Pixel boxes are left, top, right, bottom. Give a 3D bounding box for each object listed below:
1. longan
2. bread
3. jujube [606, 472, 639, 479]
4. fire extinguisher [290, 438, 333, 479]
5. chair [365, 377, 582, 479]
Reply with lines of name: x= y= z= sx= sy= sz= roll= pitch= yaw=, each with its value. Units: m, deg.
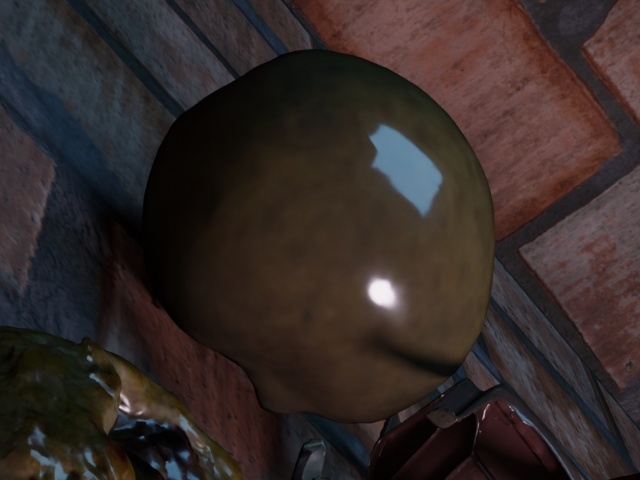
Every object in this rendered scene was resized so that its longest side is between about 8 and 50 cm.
longan: x=0.004 y=-0.001 z=1.145 sx=0.297 sy=0.297 sz=0.297 roll=50 pitch=14 yaw=-17
bread: x=-0.119 y=0.139 z=0.714 sx=0.230 sy=0.123 sz=0.230 roll=49 pitch=12 yaw=-14
jujube: x=0.307 y=0.344 z=1.409 sx=0.213 sy=0.232 sz=0.213 roll=54 pitch=13 yaw=-19
fire extinguisher: x=-0.008 y=0.245 z=0.852 sx=0.095 sy=0.114 sz=0.311 roll=14 pitch=24 yaw=-12
chair: x=0.119 y=0.204 z=1.146 sx=0.175 sy=0.183 sz=0.326 roll=53 pitch=21 yaw=3
